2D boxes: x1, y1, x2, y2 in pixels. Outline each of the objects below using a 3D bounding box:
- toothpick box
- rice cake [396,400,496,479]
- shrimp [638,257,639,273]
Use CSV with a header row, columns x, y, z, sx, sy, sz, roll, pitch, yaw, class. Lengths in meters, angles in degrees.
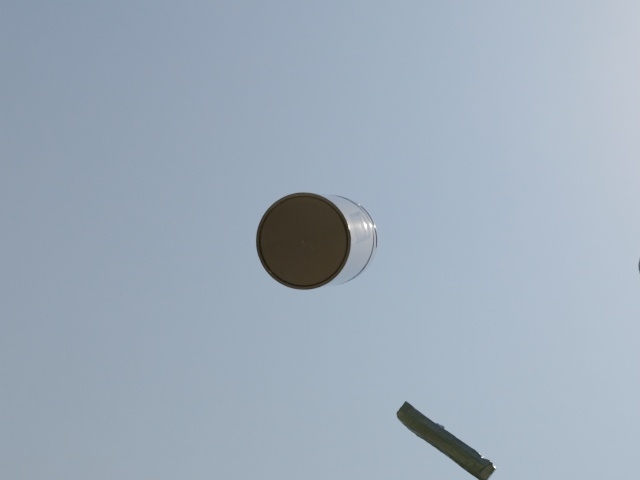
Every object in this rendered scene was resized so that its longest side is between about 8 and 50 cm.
x,y,z,sx,sy,sz,roll,pitch,yaw,class
0.000,0.000,1.145,0.111,0.181,0.111,0,-90,13,toothpick box
0.200,0.317,1.576,0.180,0.042,0.030,33,-25,25,rice cake
0.562,0.037,1.558,0.053,0.133,0.236,-26,-34,-11,shrimp
